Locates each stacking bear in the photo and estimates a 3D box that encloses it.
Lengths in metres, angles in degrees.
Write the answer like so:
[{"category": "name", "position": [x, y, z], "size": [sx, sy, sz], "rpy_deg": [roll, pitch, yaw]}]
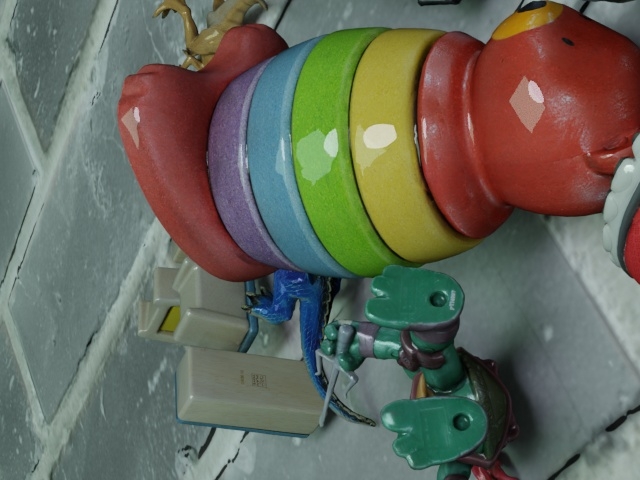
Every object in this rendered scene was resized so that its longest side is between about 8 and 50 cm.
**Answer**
[{"category": "stacking bear", "position": [0.055, -0.062, 0.627], "size": [0.289, 0.175, 0.164], "rpy_deg": [-5, 110, 33]}]

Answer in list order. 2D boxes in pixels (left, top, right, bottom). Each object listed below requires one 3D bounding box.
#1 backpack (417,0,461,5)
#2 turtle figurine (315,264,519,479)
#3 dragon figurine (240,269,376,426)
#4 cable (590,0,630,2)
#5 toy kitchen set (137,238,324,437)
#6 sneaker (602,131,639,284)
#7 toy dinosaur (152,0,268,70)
[{"category": "backpack", "position": [-0.001, -0.289, 0.608], "size": [0.263, 0.276, 0.213], "rpy_deg": [125, 149, -66]}, {"category": "turtle figurine", "position": [0.067, 0.113, 0.681], "size": [0.234, 0.118, 0.175], "rpy_deg": [82, 163, -64]}, {"category": "dragon figurine", "position": [0.000, 0.000, 0.818], "size": [0.144, 0.085, 0.289], "rpy_deg": [-33, 67, 53]}, {"category": "cable", "position": [0.206, -0.162, 0.419], "size": [0.287, 0.072, 0.140], "rpy_deg": [-47, 58, 60]}, {"category": "toy kitchen set", "position": [-0.090, 0.106, 0.975], "size": [0.166, 0.122, 0.207], "rpy_deg": [123, 150, -43]}, {"category": "sneaker", "position": [0.232, -0.044, 0.460], "size": [0.118, 0.107, 0.279], "rpy_deg": [60, 140, 22]}, {"category": "toy dinosaur", "position": [-0.090, -0.191, 0.956], "size": [0.112, 0.064, 0.211], "rpy_deg": [52, 147, 12]}]
